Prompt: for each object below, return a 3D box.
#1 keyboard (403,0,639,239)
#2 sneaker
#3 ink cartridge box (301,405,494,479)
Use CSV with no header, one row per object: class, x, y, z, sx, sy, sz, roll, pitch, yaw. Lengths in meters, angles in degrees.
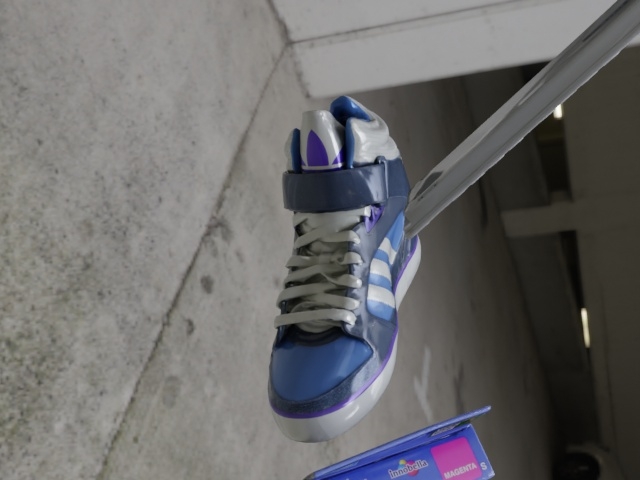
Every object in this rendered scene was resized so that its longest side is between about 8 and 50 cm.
keyboard,0.131,-0.095,0.363,0.014,0.256,0.072,46,19,-3
sneaker,0.001,0.000,0.798,0.323,0.130,0.236,-61,138,-46
ink cartridge box,0.045,0.262,0.818,0.065,0.185,0.311,66,-25,25
